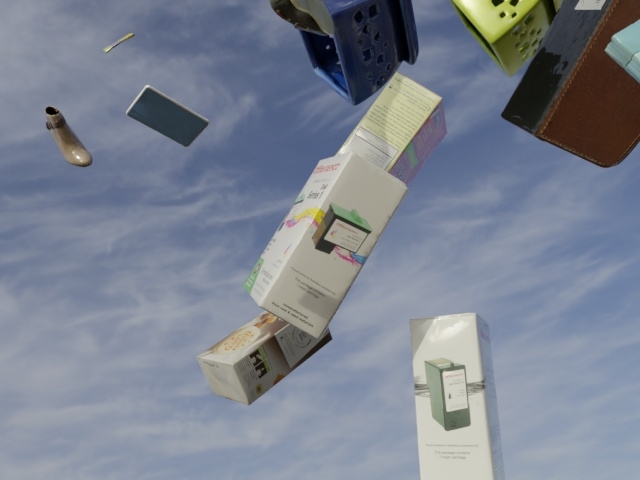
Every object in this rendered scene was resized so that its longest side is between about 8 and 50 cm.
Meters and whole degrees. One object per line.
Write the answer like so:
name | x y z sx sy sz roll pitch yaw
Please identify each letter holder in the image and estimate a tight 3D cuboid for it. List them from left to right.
letter holder | 0.422 -0.245 0.728 0.215 0.152 0.301 22 -70 -8

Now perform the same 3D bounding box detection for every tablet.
tablet | -0.179 -0.144 0.658 0.083 0.006 0.054 28 -47 -32

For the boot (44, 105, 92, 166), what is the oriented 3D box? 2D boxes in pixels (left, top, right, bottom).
boot | -0.458 -0.189 1.004 0.042 0.119 0.086 -37 -40 -30

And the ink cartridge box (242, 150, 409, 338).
ink cartridge box | 0.000 0.000 0.936 0.117 0.201 0.278 32 -95 -15

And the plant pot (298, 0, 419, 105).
plant pot | 0.086 -0.490 1.285 0.212 0.236 0.235 -31 -44 -6

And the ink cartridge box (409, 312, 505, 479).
ink cartridge box | 0.249 0.288 1.003 0.122 0.288 0.211 -8 -18 21

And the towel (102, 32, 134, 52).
towel | -0.490 -0.482 1.361 0.083 0.060 0.009 -37 -59 -11

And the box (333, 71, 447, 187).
box | 0.157 -0.203 1.229 0.242 0.117 0.213 -53 -18 2

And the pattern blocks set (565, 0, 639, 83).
pattern blocks set | 0.347 -0.266 0.487 0.325 0.285 0.026 -22 -22 -6

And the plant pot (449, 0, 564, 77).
plant pot | 0.476 -0.587 1.402 0.207 0.228 0.227 -37 -23 20

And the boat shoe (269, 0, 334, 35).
boat shoe | -0.023 -0.326 0.800 0.042 0.048 0.133 -13 -8 30

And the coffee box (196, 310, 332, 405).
coffee box | -0.113 0.225 1.177 0.141 0.247 0.098 -2 -67 49
